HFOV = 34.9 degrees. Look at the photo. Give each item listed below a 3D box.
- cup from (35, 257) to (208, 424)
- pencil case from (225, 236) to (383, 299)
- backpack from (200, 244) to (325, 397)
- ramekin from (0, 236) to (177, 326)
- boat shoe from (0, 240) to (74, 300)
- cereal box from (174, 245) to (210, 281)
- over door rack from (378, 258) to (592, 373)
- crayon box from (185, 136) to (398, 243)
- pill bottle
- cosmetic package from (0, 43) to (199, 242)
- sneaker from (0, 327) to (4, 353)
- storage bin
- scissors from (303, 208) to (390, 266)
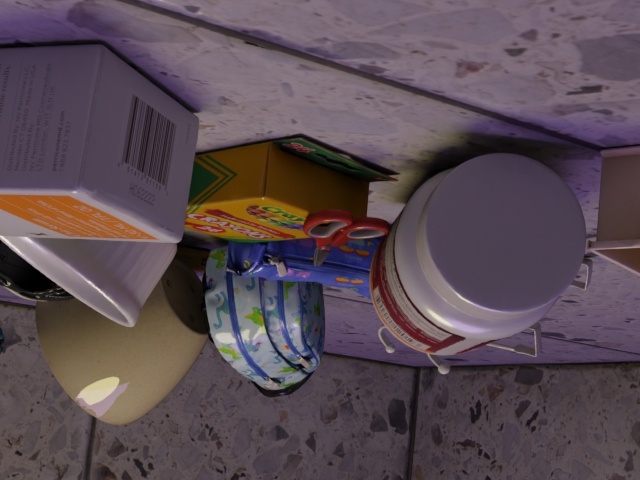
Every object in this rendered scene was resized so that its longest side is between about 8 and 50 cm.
[{"bbox_3d":[-0.348,0.160,1.983,0.237,0.331,0.331,-29,155,19],"label":"cup"},{"bbox_3d":[-0.004,0.021,1.665,0.306,0.119,0.133,12,-153,-32],"label":"pencil case"},{"bbox_3d":[-0.104,0.130,1.971,0.273,0.290,0.355,-10,156,27],"label":"backpack"},{"bbox_3d":[-0.332,-0.014,1.415,0.277,0.135,0.277,33,164,10],"label":"ramekin"},{"bbox_3d":[-0.472,0.040,1.729,0.113,0.127,0.340,16,168,30],"label":"boat shoe"},{"bbox_3d":[-0.323,0.050,2.174,0.173,0.047,0.240,12,168,-20],"label":"cereal box"},{"bbox_3d":[0.297,0.133,1.809,0.324,0.108,0.239,-3,-153,40],"label":"over door rack"},{"bbox_3d":[-0.078,-0.062,1.413,0.318,0.081,0.202,-6,163,44],"label":"crayon box"},{"bbox_3d":[0.195,0.026,1.340,0.224,0.224,0.392,7,169,-4],"label":"pill bottle"},{"bbox_3d":[-0.397,-0.104,1.174,0.453,0.161,0.230,2,167,21],"label":"cosmetic package"},{"bbox_3d":[-0.645,0.062,1.686,0.139,0.341,0.125,-26,163,16],"label":"sneaker"},{"bbox_3d":[0.491,-0.024,1.190,0.260,0.123,0.262,-3,165,38],"label":"storage bin"},{"bbox_3d":[0.000,0.000,1.423,0.109,0.021,0.297,6,167,-20],"label":"scissors"}]
